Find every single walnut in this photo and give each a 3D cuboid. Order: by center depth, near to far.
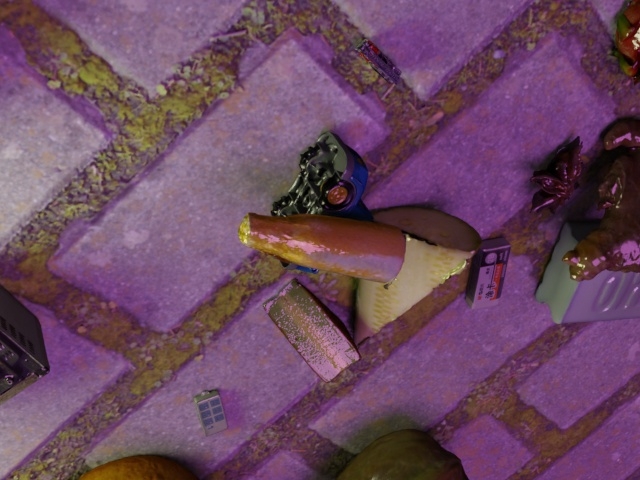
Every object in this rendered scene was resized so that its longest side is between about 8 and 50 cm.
[{"bbox_3d":[0.130,0.458,1.668,0.283,0.227,0.283,-35,168,-8],"label":"walnut"}]

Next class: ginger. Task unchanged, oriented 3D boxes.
[{"bbox_3d":[0.481,-0.075,1.477,0.166,0.080,0.333,27,88,-17],"label":"ginger"}]

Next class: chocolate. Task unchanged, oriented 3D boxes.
[{"bbox_3d":[0.000,0.000,1.232,0.219,0.085,0.085,12,119,-28],"label":"chocolate"}]

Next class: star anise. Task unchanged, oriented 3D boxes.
[{"bbox_3d":[0.355,-0.080,1.475,0.124,0.056,0.129,-40,145,-18],"label":"star anise"}]

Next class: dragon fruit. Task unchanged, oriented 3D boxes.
[{"bbox_3d":[0.483,-0.272,1.364,0.139,0.174,0.142,-19,162,2],"label":"dragon fruit"}]

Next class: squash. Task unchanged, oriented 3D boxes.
[{"bbox_3d":[0.145,0.076,1.459,0.170,0.093,0.252,17,127,18],"label":"squash"}]

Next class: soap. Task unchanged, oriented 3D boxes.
[{"bbox_3d":[0.507,0.051,1.621,0.266,0.087,0.159,-1,125,-24],"label":"soap"}]

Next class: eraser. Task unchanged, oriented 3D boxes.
[{"bbox_3d":[0.265,0.053,1.550,0.052,0.029,0.122,-9,127,-18],"label":"eraser"}]

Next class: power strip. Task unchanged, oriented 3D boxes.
[{"bbox_3d":[-0.170,0.269,1.521,0.040,0.016,0.090,-18,130,-12],"label":"power strip"}]

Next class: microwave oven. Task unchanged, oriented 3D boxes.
[{"bbox_3d":[-0.469,0.152,1.221,0.205,0.129,0.163,-35,132,2],"label":"microwave oven"}]

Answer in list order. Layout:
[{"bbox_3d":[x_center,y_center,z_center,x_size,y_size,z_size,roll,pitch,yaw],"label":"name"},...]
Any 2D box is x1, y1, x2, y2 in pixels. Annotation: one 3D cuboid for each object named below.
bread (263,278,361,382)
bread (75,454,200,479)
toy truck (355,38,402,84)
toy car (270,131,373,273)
[{"bbox_3d":[-0.013,0.135,1.448,0.074,0.084,0.139,-37,131,6],"label":"bread"},{"bbox_3d":[-0.291,0.474,1.524,0.312,0.172,0.312,-16,130,-20],"label":"bread"},{"bbox_3d":[0.073,-0.229,1.248,0.024,0.032,0.083,-41,130,14],"label":"toy truck"},{"bbox_3d":[0.008,-0.043,1.313,0.100,0.097,0.191,14,118,-32],"label":"toy car"}]
